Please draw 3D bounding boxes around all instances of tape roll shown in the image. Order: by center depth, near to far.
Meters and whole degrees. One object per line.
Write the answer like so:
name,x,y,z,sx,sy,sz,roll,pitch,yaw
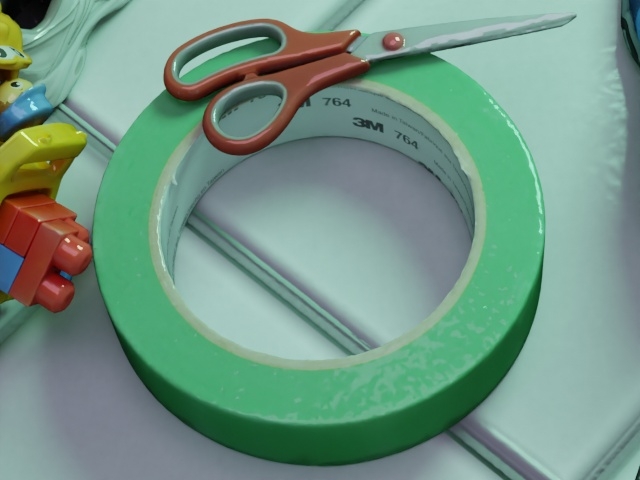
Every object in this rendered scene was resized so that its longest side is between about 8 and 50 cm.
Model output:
tape roll,0.000,0.000,1.292,0.321,0.077,0.321,-2,62,4

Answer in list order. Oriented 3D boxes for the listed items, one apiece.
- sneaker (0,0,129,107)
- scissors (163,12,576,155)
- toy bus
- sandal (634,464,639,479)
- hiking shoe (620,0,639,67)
sneaker,-0.200,-0.214,1.400,0.090,0.115,0.232,14,64,12
scissors,0.033,-0.149,1.313,0.297,0.021,0.109,-23,60,-6
toy bus,-0.239,-0.050,1.259,0.211,0.149,0.220,27,103,16
sandal,0.416,0.113,1.178,0.446,0.107,0.167,-15,61,-3
hiking shoe,0.286,-0.140,1.310,0.113,0.132,0.304,-4,61,3
